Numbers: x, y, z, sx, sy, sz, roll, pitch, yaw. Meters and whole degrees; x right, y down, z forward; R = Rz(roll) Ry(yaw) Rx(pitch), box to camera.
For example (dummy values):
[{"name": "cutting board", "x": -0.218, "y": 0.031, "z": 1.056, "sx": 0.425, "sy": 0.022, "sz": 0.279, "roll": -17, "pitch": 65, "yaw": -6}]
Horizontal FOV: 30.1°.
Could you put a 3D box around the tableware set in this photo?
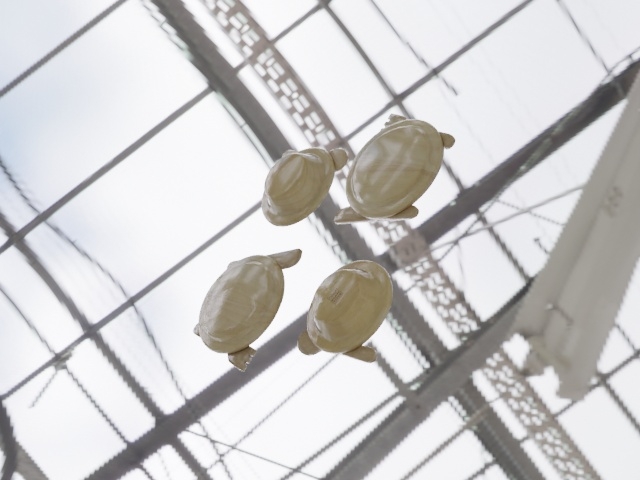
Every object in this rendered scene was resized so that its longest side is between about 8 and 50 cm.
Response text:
[{"name": "tableware set", "x": 0.000, "y": 0.000, "z": 0.673, "sx": 0.020, "sy": 0.141, "sz": 0.169, "roll": 39, "pitch": -115, "yaw": -40}]
